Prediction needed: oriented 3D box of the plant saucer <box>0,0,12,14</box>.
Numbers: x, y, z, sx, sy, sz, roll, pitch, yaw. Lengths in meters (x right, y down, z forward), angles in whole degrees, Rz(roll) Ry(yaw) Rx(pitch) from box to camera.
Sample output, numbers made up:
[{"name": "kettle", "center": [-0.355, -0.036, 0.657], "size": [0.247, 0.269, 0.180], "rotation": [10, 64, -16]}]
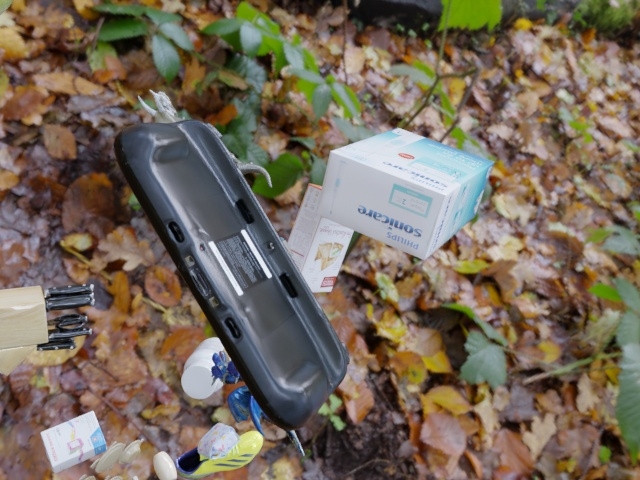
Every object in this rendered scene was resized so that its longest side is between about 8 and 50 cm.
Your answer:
[{"name": "plant saucer", "center": [-0.457, -0.268, 0.735], "size": [0.240, 0.037, 0.241], "rotation": [-6, 40, 5]}]

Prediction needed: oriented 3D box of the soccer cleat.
[{"name": "soccer cleat", "center": [-0.319, 0.670, 2.002], "size": [0.121, 0.289, 0.094], "rotation": [59, 10, -49]}]

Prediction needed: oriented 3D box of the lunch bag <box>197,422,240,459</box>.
[{"name": "lunch bag", "center": [-0.241, 0.474, 1.495], "size": [0.083, 0.071, 0.053], "rotation": [-38, 107, -33]}]

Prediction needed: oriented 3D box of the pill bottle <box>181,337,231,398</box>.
[{"name": "pill bottle", "center": [-0.337, 0.384, 1.918], "size": [0.131, 0.131, 0.229], "rotation": [43, 8, -3]}]

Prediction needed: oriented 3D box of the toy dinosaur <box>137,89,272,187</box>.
[{"name": "toy dinosaur", "center": [-0.242, -0.172, 1.322], "size": [0.313, 0.121, 0.160], "rotation": [43, 21, 18]}]

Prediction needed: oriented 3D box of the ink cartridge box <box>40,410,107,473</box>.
[{"name": "ink cartridge box", "center": [-0.566, 0.462, 1.469], "size": [0.122, 0.052, 0.089], "rotation": [-20, 62, -27]}]

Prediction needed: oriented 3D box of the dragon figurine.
[{"name": "dragon figurine", "center": [-0.116, 0.302, 1.186], "size": [0.144, 0.085, 0.290], "rotation": [-31, 121, -40]}]

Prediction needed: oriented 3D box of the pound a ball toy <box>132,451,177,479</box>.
[{"name": "pound a ball toy", "center": [-0.445, 0.697, 1.597], "size": [0.208, 0.319, 0.136], "rotation": [-20, 50, -28]}]

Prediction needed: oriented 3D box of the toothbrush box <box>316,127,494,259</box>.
[{"name": "toothbrush box", "center": [0.161, -0.098, 1.170], "size": [0.216, 0.126, 0.295], "rotation": [25, 28, 23]}]

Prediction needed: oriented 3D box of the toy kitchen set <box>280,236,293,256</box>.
[{"name": "toy kitchen set", "center": [-0.161, 0.000, 1.162], "size": [0.166, 0.122, 0.207], "rotation": [61, 13, -2]}]

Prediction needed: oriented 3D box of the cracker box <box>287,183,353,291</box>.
[{"name": "cracker box", "center": [0.000, 0.000, 1.426], "size": [0.067, 0.233, 0.155], "rotation": [26, 12, 30]}]

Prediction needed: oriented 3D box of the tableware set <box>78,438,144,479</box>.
[{"name": "tableware set", "center": [-0.396, 0.430, 1.188], "size": [0.020, 0.141, 0.169], "rotation": [35, -9, 19]}]

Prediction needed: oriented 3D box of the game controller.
[{"name": "game controller", "center": [-0.080, 0.023, 0.622], "size": [0.319, 0.067, 0.166], "rotation": [59, 28, 1]}]

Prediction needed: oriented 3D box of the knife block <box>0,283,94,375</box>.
[{"name": "knife block", "center": [-0.616, 0.141, 1.320], "size": [0.276, 0.242, 0.088], "rotation": [47, -6, -34]}]
